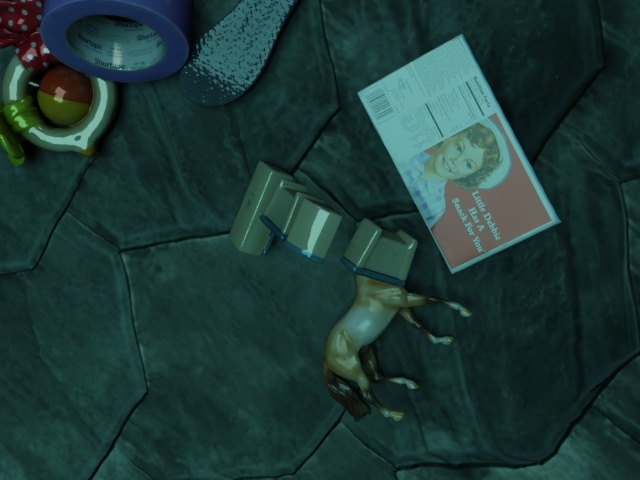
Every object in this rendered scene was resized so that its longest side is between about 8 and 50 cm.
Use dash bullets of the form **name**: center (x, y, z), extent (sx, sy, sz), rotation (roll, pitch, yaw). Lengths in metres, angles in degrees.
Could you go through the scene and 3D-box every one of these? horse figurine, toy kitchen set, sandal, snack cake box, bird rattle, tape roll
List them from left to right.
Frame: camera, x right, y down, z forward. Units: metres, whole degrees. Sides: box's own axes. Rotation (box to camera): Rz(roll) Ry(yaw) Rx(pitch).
- **bird rattle**: center (-0.386, -0.222, 1.242), extent (0.207, 0.143, 0.253), rotation (18, 88, -2)
- **tape roll**: center (-0.261, -0.288, 1.135), extent (0.189, 0.189, 0.080), rotation (-3, 69, 13)
- **sandal**: center (-0.092, -0.285, 1.183), extent (0.097, 0.054, 0.254), rotation (39, 100, -5)
- **toy kitchen set**: center (0.000, 0.000, 1.165), extent (0.166, 0.207, 0.122), rotation (17, 103, -29)
- **horse figurine**: center (0.079, 0.128, 1.188), extent (0.174, 0.066, 0.263), rotation (33, 102, 4)
- **snack cake box**: center (0.177, -0.110, 1.122), extent (0.152, 0.089, 0.264), rotation (-27, 91, 13)
